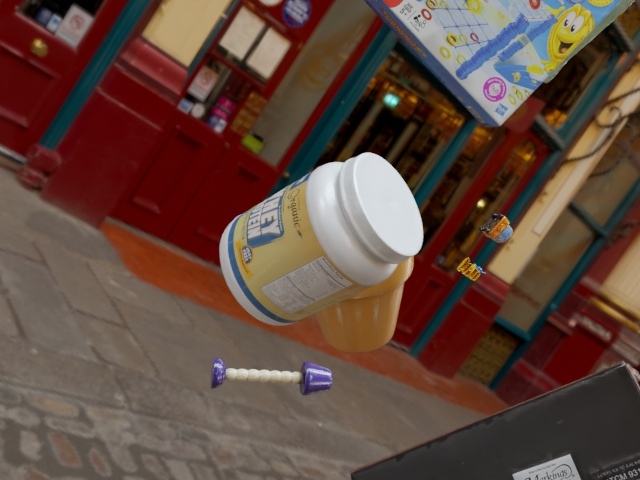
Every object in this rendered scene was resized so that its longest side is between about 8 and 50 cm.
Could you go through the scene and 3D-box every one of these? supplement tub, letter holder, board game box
[{"bbox_3d":[0.000,0.000,0.848,0.144,0.199,0.144,34,41,-36],"label":"supplement tub"},{"bbox_3d":[0.223,0.261,0.802,0.214,0.301,0.152,24,42,-62],"label":"letter holder"},{"bbox_3d":[0.276,-0.395,1.191,0.308,0.302,0.086,43,2,-11],"label":"board game box"}]

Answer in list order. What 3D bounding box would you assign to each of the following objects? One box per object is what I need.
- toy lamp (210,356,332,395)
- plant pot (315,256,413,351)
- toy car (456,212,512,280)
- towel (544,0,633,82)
[{"bbox_3d":[-0.110,0.310,1.709,0.274,0.080,0.080,7,11,-10],"label":"toy lamp"},{"bbox_3d":[0.062,0.081,1.297,0.205,0.188,0.205,-5,28,3],"label":"plant pot"},{"bbox_3d":[0.233,0.013,1.067,0.040,0.122,0.060,42,-17,-6],"label":"toy car"},{"bbox_3d":[0.399,-0.443,1.374,0.324,0.248,0.038,22,39,-32],"label":"towel"}]
